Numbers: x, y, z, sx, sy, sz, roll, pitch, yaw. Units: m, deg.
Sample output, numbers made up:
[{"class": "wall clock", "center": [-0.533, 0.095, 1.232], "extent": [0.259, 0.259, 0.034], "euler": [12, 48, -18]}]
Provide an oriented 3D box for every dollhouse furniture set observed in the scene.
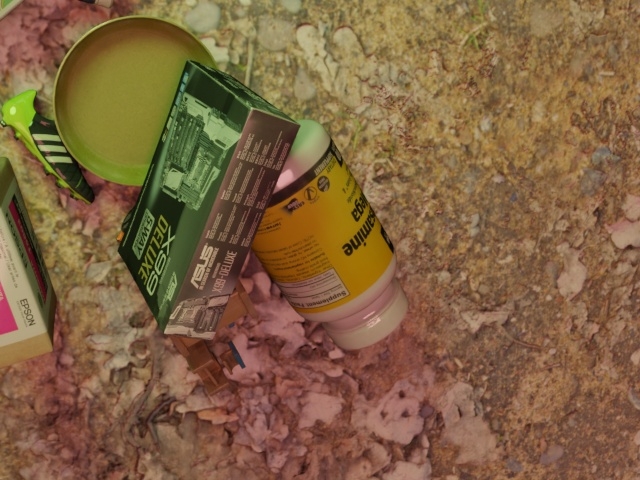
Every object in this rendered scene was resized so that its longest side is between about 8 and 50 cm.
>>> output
[{"class": "dollhouse furniture set", "center": [-0.170, 0.123, 1.185], "extent": [0.129, 0.129, 0.184], "euler": [-29, 139, -8]}]

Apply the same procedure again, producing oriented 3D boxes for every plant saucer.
[{"class": "plant saucer", "center": [-0.255, -0.196, 1.065], "extent": [0.240, 0.037, 0.241], "euler": [-11, 116, -22]}]

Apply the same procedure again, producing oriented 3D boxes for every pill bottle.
[{"class": "pill bottle", "center": [0.000, 0.000, 1.149], "extent": [0.187, 0.188, 0.334], "euler": [-35, 115, -5]}]

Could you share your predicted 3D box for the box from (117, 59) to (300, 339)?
[{"class": "box", "center": [-0.161, -0.060, 1.006], "extent": [0.076, 0.242, 0.308], "euler": [14, 108, -34]}]

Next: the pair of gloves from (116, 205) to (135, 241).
[{"class": "pair of gloves", "center": [-0.262, -0.015, 1.153], "extent": [0.083, 0.010, 0.074], "euler": [29, 98, -22]}]

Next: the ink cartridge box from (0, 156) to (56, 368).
[{"class": "ink cartridge box", "center": [-0.431, 0.025, 1.008], "extent": [0.088, 0.193, 0.235], "euler": [-16, 113, -13]}]

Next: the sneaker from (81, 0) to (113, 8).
[{"class": "sneaker", "center": [-0.333, -0.422, 0.947], "extent": [0.163, 0.086, 0.226], "euler": [5, 110, -22]}]

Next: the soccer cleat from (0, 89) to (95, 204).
[{"class": "soccer cleat", "center": [-0.368, -0.129, 1.055], "extent": [0.072, 0.060, 0.179], "euler": [-43, 116, -15]}]

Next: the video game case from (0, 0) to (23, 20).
[{"class": "video game case", "center": [-0.474, -0.342, 0.910], "extent": [0.226, 0.026, 0.206], "euler": [-28, 117, 23]}]
